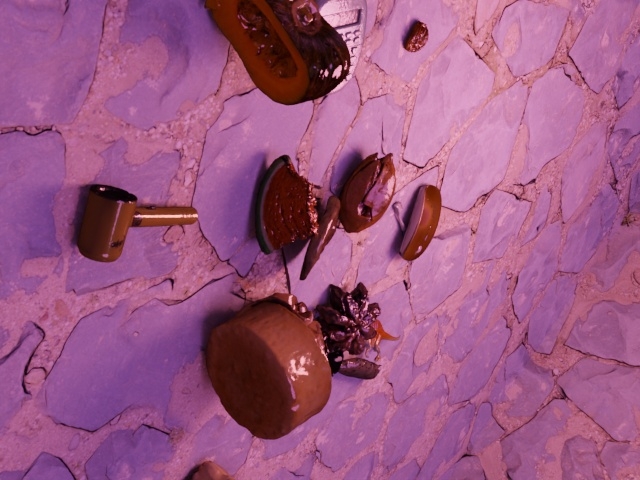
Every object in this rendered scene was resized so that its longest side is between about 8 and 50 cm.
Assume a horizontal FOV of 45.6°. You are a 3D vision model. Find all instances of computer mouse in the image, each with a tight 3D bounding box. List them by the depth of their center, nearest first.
[{"bbox_3d":[0.314,-0.050,2.336,0.126,0.056,0.245,10,101,-55],"label":"computer mouse"}]

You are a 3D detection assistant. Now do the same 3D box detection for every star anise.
[{"bbox_3d":[0.079,0.243,2.203,0.236,0.109,0.223,0,112,-29],"label":"star anise"}]

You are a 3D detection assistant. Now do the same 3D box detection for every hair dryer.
[{"bbox_3d":[-0.363,-0.036,1.558,0.278,0.090,0.135,-5,117,-55],"label":"hair dryer"}]

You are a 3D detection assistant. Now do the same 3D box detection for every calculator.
[{"bbox_3d":[0.034,-0.478,1.757,0.184,0.042,0.295,-25,133,-38],"label":"calculator"}]

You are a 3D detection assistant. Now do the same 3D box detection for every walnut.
[{"bbox_3d":[0.127,-0.128,2.033,0.137,0.137,0.245,18,102,-53],"label":"walnut"}]

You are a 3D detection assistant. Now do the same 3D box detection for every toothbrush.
[{"bbox_3d":[0.261,-0.023,2.343,0.025,0.019,0.276,-52,143,-25],"label":"toothbrush"}]

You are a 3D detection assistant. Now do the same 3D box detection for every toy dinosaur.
[{"bbox_3d":[0.173,0.304,2.445,0.212,0.057,0.142,-36,121,-45],"label":"toy dinosaur"}]

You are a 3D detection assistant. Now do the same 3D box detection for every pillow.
[{"bbox_3d":[0.128,0.405,2.424,0.093,0.051,0.241,-32,147,24],"label":"pillow"}]

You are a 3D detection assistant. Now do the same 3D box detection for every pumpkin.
[{"bbox_3d":[-0.090,-0.412,1.505,0.139,0.222,0.317,-49,114,-29],"label":"pumpkin"}]

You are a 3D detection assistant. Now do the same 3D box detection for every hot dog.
[{"bbox_3d":[0.253,-0.528,1.982,0.058,0.035,0.083,24,94,-50],"label":"hot dog"}]

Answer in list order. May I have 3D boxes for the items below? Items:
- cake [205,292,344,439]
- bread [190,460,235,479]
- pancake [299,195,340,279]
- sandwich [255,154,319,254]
[{"bbox_3d":[-0.079,0.291,1.911,0.321,0.332,0.332,-28,133,-43],"label":"cake"},{"bbox_3d":[-0.283,0.855,2.080,0.371,0.279,0.390,-44,143,-18],"label":"bread"},{"bbox_3d":[0.000,0.000,1.924,0.242,0.050,0.242,-156,-90,-90],"label":"pancake"},{"bbox_3d":[-0.078,-0.088,1.810,0.079,0.159,0.235,-28,114,-64],"label":"sandwich"}]
